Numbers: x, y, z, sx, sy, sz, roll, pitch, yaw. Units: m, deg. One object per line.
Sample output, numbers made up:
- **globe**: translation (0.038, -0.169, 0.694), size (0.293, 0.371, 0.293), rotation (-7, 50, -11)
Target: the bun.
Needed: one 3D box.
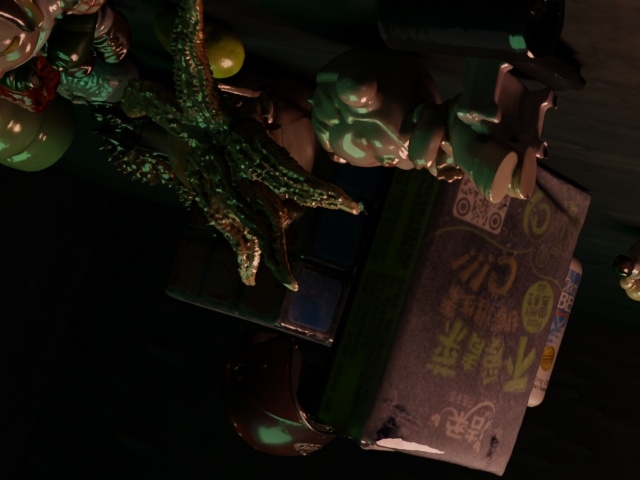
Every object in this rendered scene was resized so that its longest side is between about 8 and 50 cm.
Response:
- **bun**: translation (-0.325, -0.231, 1.694), size (0.141, 0.083, 0.141), rotation (16, 173, 2)

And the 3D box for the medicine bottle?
- **medicine bottle**: translation (0.294, 0.089, 1.806), size (0.157, 0.289, 0.157), rotation (18, 176, 1)

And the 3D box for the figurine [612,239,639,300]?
- **figurine**: translation (0.484, 0.038, 1.701), size (0.147, 0.093, 0.197), rotation (8, 175, -4)

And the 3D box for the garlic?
- **garlic**: translation (-0.091, -0.103, 1.435), size (0.207, 0.207, 0.256), rotation (16, -178, 20)

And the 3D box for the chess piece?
- **chess piece**: translation (-0.602, -0.236, 1.995), size (0.234, 0.234, 0.442), rotation (16, 180, 24)

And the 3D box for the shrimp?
- **shrimp**: translation (-0.158, -0.160, 1.627), size (0.289, 0.178, 0.075), rotation (13, 131, 7)

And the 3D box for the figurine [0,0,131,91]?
- **figurine**: translation (-0.331, -0.237, 1.245), size (0.281, 0.167, 0.370), rotation (-18, 171, 21)

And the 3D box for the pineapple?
- **pineapple**: translation (-0.247, -0.160, 1.789), size (0.166, 0.166, 0.193), rotation (22, 177, -38)

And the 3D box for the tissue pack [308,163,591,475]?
- **tissue pack**: translation (0.170, 0.078, 1.514), size (0.288, 0.394, 0.124), rotation (21, 175, -41)

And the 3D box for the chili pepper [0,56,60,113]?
- **chili pepper**: translation (-0.505, -0.269, 1.580), size (0.338, 0.134, 0.131), rotation (15, 178, 9)

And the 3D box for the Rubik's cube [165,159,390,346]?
- **Rubik's cube**: translation (0.000, 0.000, 1.811), size (0.301, 0.305, 0.303), rotation (23, 175, -40)

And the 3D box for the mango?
- **mango**: translation (-0.134, -0.217, 1.330), size (0.108, 0.056, 0.073), rotation (30, 172, -17)

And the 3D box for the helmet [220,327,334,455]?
- **helmet**: translation (-0.051, 0.224, 1.819), size (0.189, 0.193, 0.216), rotation (20, -155, -48)

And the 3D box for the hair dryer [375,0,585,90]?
- **hair dryer**: translation (0.166, -0.155, 0.953), size (0.128, 0.070, 0.255), rotation (13, -179, 39)

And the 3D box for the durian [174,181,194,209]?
- **durian**: translation (-0.182, -0.094, 2.414), size (0.237, 0.138, 0.193), rotation (17, 175, 5)

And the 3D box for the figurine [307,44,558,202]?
- **figurine**: translation (0.085, -0.126, 1.157), size (0.256, 0.144, 0.182), rotation (12, -167, 34)

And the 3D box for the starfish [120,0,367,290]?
- **starfish**: translation (-0.078, -0.088, 1.244), size (0.293, 0.084, 0.301), rotation (56, 144, 4)
